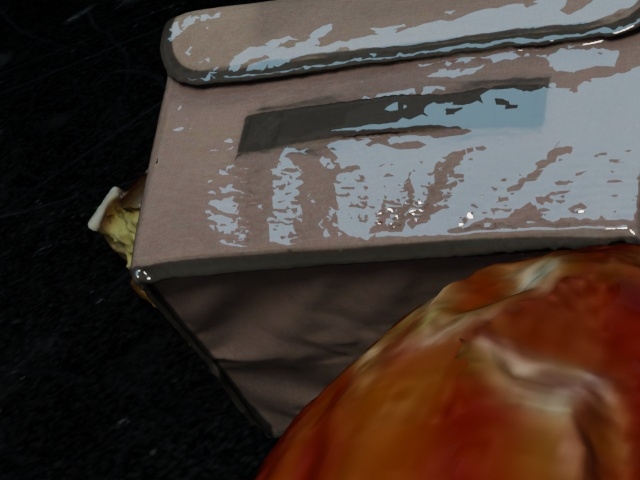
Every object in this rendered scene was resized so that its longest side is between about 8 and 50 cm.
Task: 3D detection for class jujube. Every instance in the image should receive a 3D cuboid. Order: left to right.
[{"bbox_3d":[0.089,0.158,0.503,0.277,0.276,0.377,-16,30,24],"label":"jujube"}]

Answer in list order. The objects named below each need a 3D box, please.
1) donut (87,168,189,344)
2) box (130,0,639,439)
[{"bbox_3d":[0.016,-0.015,1.029,0.259,0.136,0.345,-37,29,-11],"label":"donut"},{"bbox_3d":[0.057,-0.009,0.743,0.252,0.188,0.153,-3,57,24],"label":"box"}]
